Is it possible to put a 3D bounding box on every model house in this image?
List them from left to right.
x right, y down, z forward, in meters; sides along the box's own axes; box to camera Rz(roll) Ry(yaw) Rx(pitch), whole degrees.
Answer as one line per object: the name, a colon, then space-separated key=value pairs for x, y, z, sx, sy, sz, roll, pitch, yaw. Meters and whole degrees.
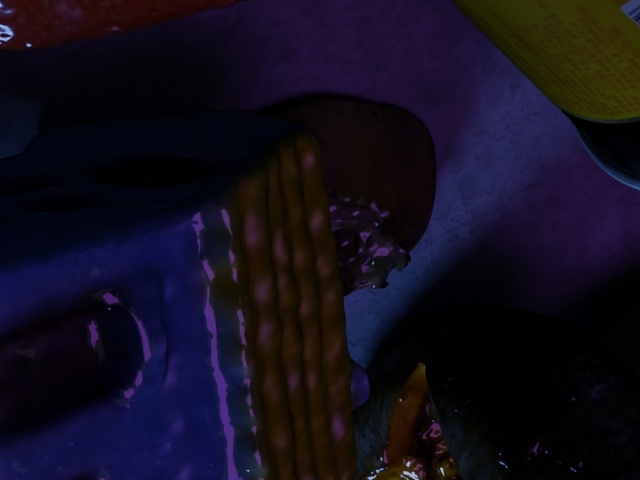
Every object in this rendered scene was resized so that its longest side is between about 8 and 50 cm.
model house: x=-0.106 y=0.069 z=0.707 sx=0.303 sy=0.215 sz=0.237 roll=-22 pitch=115 yaw=-38

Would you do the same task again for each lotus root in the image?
lotus root: x=-0.003 y=0.000 z=0.857 sx=0.203 sy=0.078 sz=0.183 roll=3 pitch=133 yaw=-37

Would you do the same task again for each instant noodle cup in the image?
instant noodle cup: x=0.159 y=-0.159 z=0.691 sx=0.236 sy=0.215 sz=0.215 roll=27 pitch=116 yaw=-39

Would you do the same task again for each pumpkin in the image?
pumpkin: x=0.139 y=0.207 z=0.998 sx=0.192 sy=0.320 sz=0.320 roll=-8 pitch=139 yaw=-43

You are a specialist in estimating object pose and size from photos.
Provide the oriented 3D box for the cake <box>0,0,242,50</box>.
cake: x=-0.092 y=-0.188 z=0.506 sx=0.283 sy=0.177 sz=0.151 roll=-18 pitch=141 yaw=-12

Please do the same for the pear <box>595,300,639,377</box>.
pear: x=0.346 y=0.146 z=1.113 sx=0.307 sy=0.253 sz=0.253 roll=-45 pitch=141 yaw=0
